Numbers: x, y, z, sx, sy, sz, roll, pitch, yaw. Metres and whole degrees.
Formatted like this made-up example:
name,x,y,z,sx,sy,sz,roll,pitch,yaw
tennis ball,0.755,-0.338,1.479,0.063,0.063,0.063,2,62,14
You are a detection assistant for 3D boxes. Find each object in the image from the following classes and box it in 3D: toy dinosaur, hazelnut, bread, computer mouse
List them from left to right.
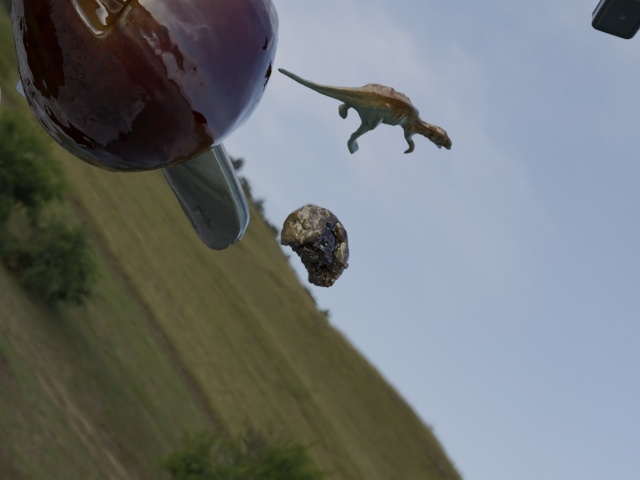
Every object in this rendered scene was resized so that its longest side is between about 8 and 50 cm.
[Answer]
name,x,y,z,sx,sy,sz,roll,pitch,yaw
hazelnut,-0.248,-0.292,1.454,0.402,0.402,0.429,61,-8,-13
computer mouse,-0.255,-0.135,2.008,0.197,0.095,0.331,-37,-102,52
bread,0.000,0.000,1.275,0.060,0.082,0.113,-2,-37,34
toy dinosaur,0.085,-0.281,2.134,0.393,0.092,0.205,35,-29,-17

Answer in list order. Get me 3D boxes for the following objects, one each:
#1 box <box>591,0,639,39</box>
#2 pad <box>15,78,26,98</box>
name,x,y,z,sx,sy,sz,roll,pitch,yaw
box,0.548,-0.414,1.823,0.091,0.031,0.126,19,-20,0
pad,-0.564,-0.416,2.208,0.002,0.266,0.176,39,-5,1
